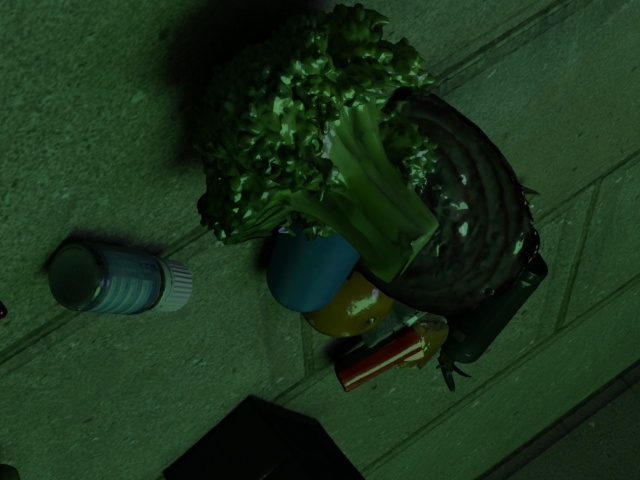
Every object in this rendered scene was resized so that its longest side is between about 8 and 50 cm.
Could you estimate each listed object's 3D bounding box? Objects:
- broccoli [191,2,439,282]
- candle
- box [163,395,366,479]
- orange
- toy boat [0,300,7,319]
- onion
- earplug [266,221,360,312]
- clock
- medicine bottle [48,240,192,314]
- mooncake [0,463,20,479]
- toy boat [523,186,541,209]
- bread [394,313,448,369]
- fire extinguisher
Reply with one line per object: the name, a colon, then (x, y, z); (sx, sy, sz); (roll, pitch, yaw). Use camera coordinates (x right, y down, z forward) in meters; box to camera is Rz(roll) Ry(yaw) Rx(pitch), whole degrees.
broccoli: (0.000, -0.107, 1.643); (0.277, 0.317, 0.338); (-44, -162, -23)
candle: (0.150, 0.098, 2.401); (0.192, 0.068, 0.168); (-38, 171, 33)
box: (-0.060, 0.442, 2.507); (0.204, 0.251, 0.345); (-43, 157, 5)
orange: (0.044, 0.078, 2.180); (0.156, 0.124, 0.156); (-36, 155, -19)
toy boat: (-0.469, 0.157, 1.571); (0.219, 0.072, 0.318); (10, 118, -38)
onion: (0.176, -0.040, 2.021); (0.146, 0.280, 0.314); (-32, 160, -54)
earplug: (0.000, 0.000, 1.988); (0.132, 0.132, 0.273); (-24, 155, -32)
clock: (0.099, 0.201, 2.479); (0.155, 0.061, 0.113); (-27, -173, 2)
medicine bottle: (-0.236, 0.048, 1.769); (0.083, 0.083, 0.203); (-49, 154, 18)
mooncake: (-0.516, 0.418, 1.876); (0.351, 0.187, 0.351); (-36, 158, -17)
toy boat: (0.298, -0.050, 2.403); (0.172, 0.066, 0.065); (-19, 151, -41)
bread: (0.169, 0.179, 2.590); (0.106, 0.082, 0.125); (-42, 155, 23)
fire extinguisher: (0.300, 0.142, 2.685); (0.095, 0.114, 0.311); (-14, 147, -52)
